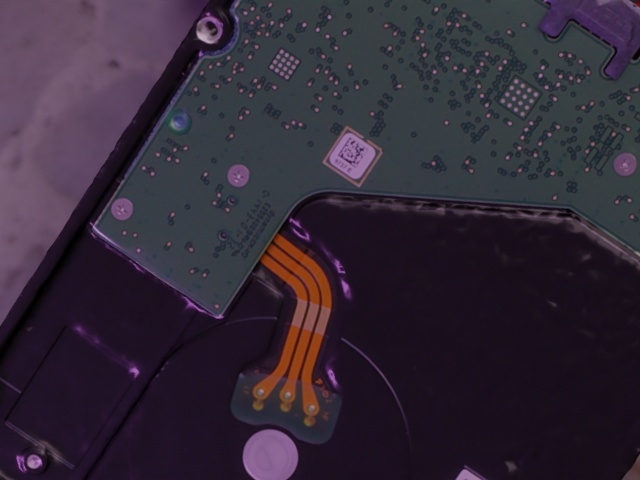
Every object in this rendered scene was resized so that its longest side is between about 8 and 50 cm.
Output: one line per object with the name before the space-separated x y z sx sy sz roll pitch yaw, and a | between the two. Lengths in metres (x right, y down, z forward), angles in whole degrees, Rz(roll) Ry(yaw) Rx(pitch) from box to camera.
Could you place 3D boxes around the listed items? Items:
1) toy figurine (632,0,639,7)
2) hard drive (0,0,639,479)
toy figurine | 0.045 -0.202 0.920 0.362 0.191 0.217 36 27 22
hard drive | 0.012 0.037 0.767 0.237 0.064 0.339 33 101 0
